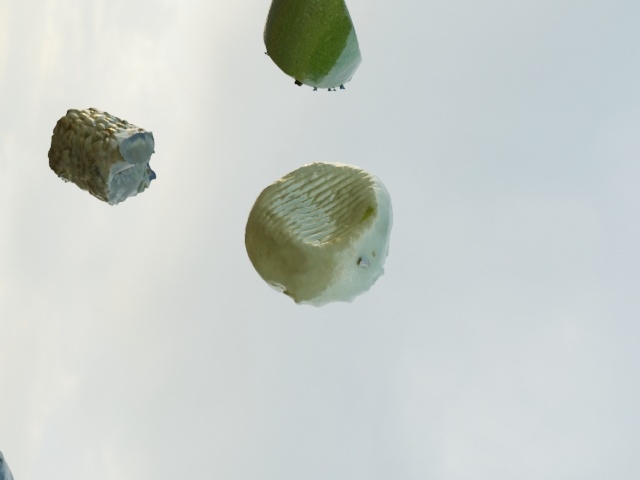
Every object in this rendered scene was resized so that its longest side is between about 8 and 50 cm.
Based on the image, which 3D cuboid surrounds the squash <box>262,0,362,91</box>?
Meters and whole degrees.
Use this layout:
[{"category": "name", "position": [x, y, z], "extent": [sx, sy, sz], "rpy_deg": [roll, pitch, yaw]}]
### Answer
[{"category": "squash", "position": [0.022, -0.385, 1.733], "extent": [0.260, 0.189, 0.189], "rpy_deg": [123, -34, -49]}]

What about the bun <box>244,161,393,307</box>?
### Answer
[{"category": "bun", "position": [0.000, 0.000, 1.762], "extent": [0.160, 0.259, 0.259], "rpy_deg": [86, -9, -48]}]

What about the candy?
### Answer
[{"category": "candy", "position": [-0.231, -0.088, 1.151], "extent": [0.110, 0.085, 0.095], "rpy_deg": [28, -59, 22]}]

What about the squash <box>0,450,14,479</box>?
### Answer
[{"category": "squash", "position": [-0.389, 0.273, 1.026], "extent": [0.218, 0.172, 0.218], "rpy_deg": [-52, -170, 12]}]
